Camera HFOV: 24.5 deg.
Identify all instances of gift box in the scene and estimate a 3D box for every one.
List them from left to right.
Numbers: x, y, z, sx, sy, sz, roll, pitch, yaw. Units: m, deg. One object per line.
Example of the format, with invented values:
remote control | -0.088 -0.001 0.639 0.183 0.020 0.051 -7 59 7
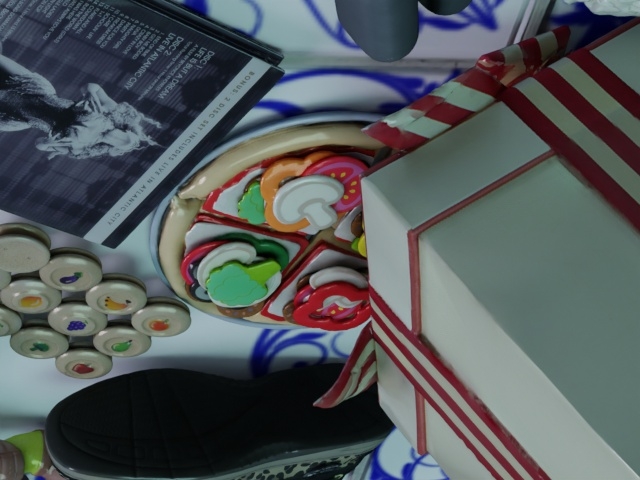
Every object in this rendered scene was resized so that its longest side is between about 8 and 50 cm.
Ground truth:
gift box | 0.151 0.042 0.768 0.276 0.258 0.255 -26 144 -19

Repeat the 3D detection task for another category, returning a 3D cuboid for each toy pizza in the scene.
toy pizza | 0.000 0.000 0.874 0.201 0.032 0.201 -7 143 -5

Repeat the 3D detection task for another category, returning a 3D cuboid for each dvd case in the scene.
dvd case | -0.152 -0.079 0.745 0.221 0.018 0.164 21 131 -34

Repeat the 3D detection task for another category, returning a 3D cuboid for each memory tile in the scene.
memory tile | -0.160 0.041 0.886 0.113 0.012 0.148 -28 138 33

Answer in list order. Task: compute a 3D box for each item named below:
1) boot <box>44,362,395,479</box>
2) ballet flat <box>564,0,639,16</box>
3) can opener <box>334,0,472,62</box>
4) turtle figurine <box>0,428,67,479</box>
boot | -0.078 0.166 1.018 0.236 0.085 0.179 -4 143 -20
ballet flat | 0.110 -0.192 0.575 0.147 0.147 0.409 -21 142 12
can opener | 0.047 -0.132 0.583 0.076 0.095 0.283 -39 166 -6
turtle figurine | -0.276 0.164 0.966 0.217 0.087 0.269 14 121 -44
